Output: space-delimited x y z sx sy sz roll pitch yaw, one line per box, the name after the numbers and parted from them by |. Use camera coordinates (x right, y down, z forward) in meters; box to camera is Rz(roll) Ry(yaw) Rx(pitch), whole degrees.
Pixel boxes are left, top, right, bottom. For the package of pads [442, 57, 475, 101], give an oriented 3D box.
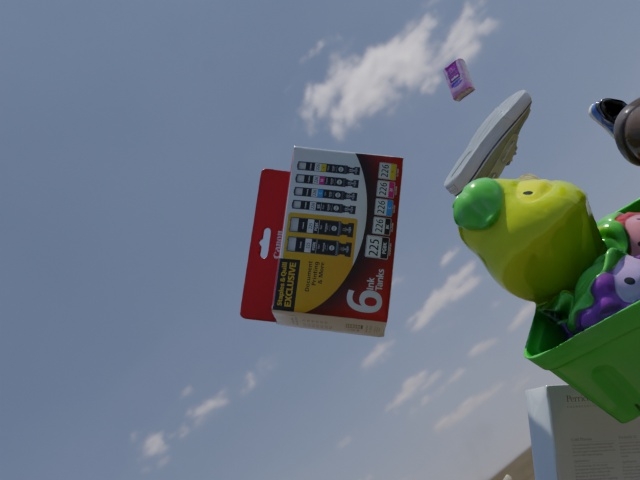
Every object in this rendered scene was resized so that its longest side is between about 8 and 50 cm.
0.301 -0.349 1.995 0.032 0.083 0.050 12 -36 -45 | package of pads

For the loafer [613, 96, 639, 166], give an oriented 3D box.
0.604 -0.213 1.307 0.366 0.134 0.130 -35 12 0 | loafer

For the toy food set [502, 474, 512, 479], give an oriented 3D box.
0.444 0.610 1.985 0.128 0.218 0.071 -47 -37 -8 | toy food set

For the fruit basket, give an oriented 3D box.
0.379 0.018 1.275 0.283 0.392 0.392 -34 -14 32 | fruit basket

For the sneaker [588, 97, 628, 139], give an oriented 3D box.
0.682 -0.266 2.071 0.058 0.152 0.084 -51 0 -6 | sneaker

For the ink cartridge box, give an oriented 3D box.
0.000 0.000 1.662 0.271 0.310 0.130 6 -17 3 | ink cartridge box

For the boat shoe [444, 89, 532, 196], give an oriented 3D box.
0.395 -0.207 2.087 0.302 0.094 0.109 -52 12 -11 | boat shoe

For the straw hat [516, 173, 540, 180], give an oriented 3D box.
0.375 -0.058 1.774 0.061 0.144 0.144 -2 -36 -27 | straw hat

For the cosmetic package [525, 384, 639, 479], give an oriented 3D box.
0.534 0.370 1.476 0.377 0.285 0.097 0 -13 -12 | cosmetic package
